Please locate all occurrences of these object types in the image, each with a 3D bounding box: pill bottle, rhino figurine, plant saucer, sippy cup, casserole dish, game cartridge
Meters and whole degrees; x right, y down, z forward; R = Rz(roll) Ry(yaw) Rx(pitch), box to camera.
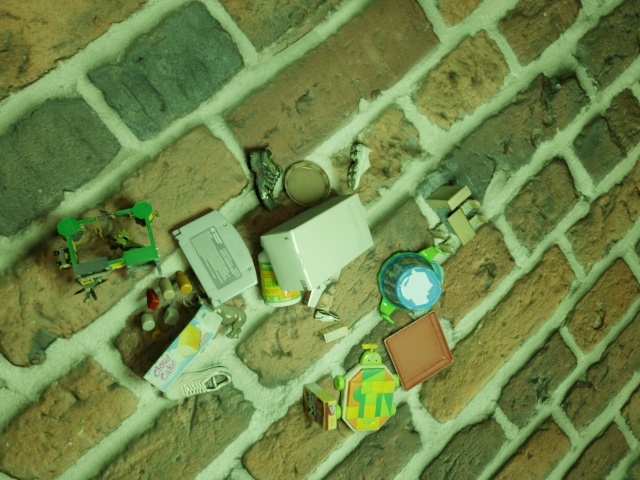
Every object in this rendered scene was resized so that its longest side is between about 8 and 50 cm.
[{"bbox_3d":[-0.149,0.100,1.818,0.137,0.136,0.245,-10,100,-20],"label":"pill bottle"},{"bbox_3d":[-0.368,0.255,1.785,0.243,0.073,0.106,28,89,-20],"label":"rhino figurine"},{"bbox_3d":[0.402,0.452,2.123,0.259,0.048,0.258,-28,105,-17],"label":"plant saucer"},{"bbox_3d":[0.349,0.166,1.943,0.240,0.224,0.305,2,93,-4],"label":"sippy cup"},{"bbox_3d":[0.419,0.157,2.102,0.189,0.037,0.114,-22,104,-17],"label":"casserole dish"},{"bbox_3d":[-0.049,-0.202,1.860,0.169,0.029,0.168,3,78,-14],"label":"plant saucer"},{"bbox_3d":[-0.347,0.055,1.749,0.196,0.060,0.294,-29,91,-12],"label":"game cartridge"}]

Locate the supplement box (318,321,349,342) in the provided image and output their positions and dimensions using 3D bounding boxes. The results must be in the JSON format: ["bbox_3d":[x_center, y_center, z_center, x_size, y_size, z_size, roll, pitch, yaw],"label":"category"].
[{"bbox_3d":[0.051,0.351,1.965,0.099,0.062,0.036,-19,103,-19],"label":"supplement box"}]

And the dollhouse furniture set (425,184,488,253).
[{"bbox_3d":[0.556,-0.094,2.059,0.212,0.161,0.242,-40,108,-13],"label":"dollhouse furniture set"}]

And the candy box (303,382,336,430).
[{"bbox_3d":[-0.005,0.614,1.906,0.053,0.187,0.109,-3,96,-24],"label":"candy box"}]

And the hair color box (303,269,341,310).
[{"bbox_3d":[0.006,0.173,1.933,0.093,0.053,0.167,16,91,-23],"label":"hair color box"}]

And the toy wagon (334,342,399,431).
[{"bbox_3d":[0.187,0.583,2.042,0.268,0.068,0.344,4,95,-22],"label":"toy wagon"}]

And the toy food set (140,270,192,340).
[{"bbox_3d":[-0.532,0.210,1.721,0.111,0.104,0.232,20,107,-36],"label":"toy food set"}]

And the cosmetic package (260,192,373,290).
[{"bbox_3d":[0.000,0.000,1.772,0.385,0.156,0.217,-30,107,-44],"label":"cosmetic package"}]

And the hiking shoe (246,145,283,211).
[{"bbox_3d":[-0.177,-0.214,1.798,0.114,0.086,0.226,-18,101,-15],"label":"hiking shoe"}]

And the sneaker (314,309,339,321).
[{"bbox_3d":[0.024,0.294,1.967,0.109,0.040,0.043,20,117,-26],"label":"sneaker"}]

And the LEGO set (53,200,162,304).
[{"bbox_3d":[-0.648,0.032,1.625,0.332,0.192,0.254,-23,74,-21],"label":"LEGO set"}]

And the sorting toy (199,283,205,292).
[{"bbox_3d":[-0.373,0.160,1.791,0.083,0.045,0.075,-39,117,-15],"label":"sorting toy"}]

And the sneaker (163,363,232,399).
[{"bbox_3d":[-0.426,0.496,1.779,0.235,0.095,0.090,-18,104,-17],"label":"sneaker"}]

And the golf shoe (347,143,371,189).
[{"bbox_3d":[0.154,-0.274,1.935,0.086,0.069,0.176,8,94,-28],"label":"golf shoe"}]

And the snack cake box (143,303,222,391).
[{"bbox_3d":[-0.446,0.349,1.682,0.089,0.152,0.264,40,97,-9],"label":"snack cake box"}]
